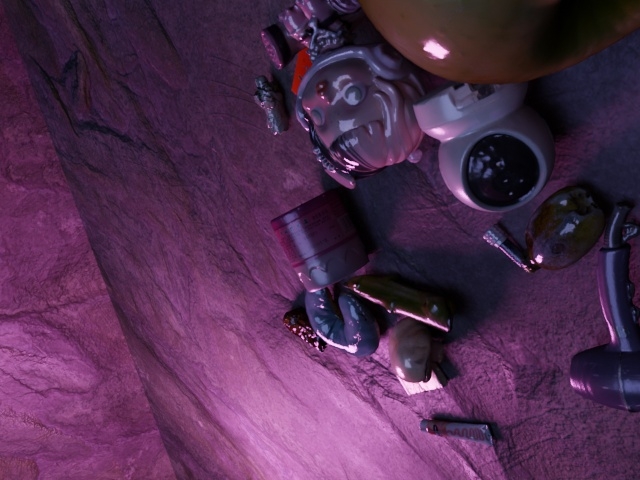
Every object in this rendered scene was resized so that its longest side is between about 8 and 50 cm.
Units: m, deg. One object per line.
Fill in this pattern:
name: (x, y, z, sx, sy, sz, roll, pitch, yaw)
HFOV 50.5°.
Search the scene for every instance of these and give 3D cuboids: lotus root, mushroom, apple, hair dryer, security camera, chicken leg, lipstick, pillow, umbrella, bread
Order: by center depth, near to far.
apple: (0.229, -0.419, 0.787, 0.473, 0.473, 0.473, 30, 135, 35)
hair dryer: (0.531, 0.110, 1.092, 0.301, 0.121, 0.361, -8, 102, 44)
security camera: (0.279, -0.163, 1.124, 0.194, 0.194, 0.236, -9, 110, 53)
lotus root: (0.405, -0.010, 1.159, 0.192, 0.088, 0.113, 115, 142, -50)
lipstick: (0.361, 0.019, 1.282, 0.116, 0.037, 0.037, 45, 143, 14)
mushroom: (0.220, 0.251, 1.557, 0.154, 0.122, 0.154, 178, 90, -88)
umbrella: (-0.116, -0.320, 1.604, 0.062, 0.067, 0.143, -128, 15, -68)
bread: (0.245, 0.336, 1.657, 0.068, 0.028, 0.154, 58, 146, 3)
pillow: (0.055, 0.202, 1.733, 0.233, 0.086, 0.214, 19, 137, 45)
chicken leg: (-0.040, 0.247, 1.918, 0.234, 0.063, 0.105, 26, 128, 41)

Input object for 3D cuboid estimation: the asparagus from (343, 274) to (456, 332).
asparagus: (0.184, 0.131, 1.541, 0.343, 0.085, 0.082, 17, 139, 51)

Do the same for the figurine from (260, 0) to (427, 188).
figurine: (0.068, -0.295, 1.236, 0.253, 0.211, 0.361, -25, 87, 58)

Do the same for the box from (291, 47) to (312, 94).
box: (0.038, -0.314, 1.441, 0.245, 0.035, 0.139, 42, 142, 22)

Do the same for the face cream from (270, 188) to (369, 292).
face cream: (0.000, 0.000, 1.592, 0.175, 0.175, 0.195, -24, 94, 55)

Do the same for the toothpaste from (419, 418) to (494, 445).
toothpaste: (0.328, 0.459, 1.639, 0.205, 0.036, 0.056, -9, 106, 49)
